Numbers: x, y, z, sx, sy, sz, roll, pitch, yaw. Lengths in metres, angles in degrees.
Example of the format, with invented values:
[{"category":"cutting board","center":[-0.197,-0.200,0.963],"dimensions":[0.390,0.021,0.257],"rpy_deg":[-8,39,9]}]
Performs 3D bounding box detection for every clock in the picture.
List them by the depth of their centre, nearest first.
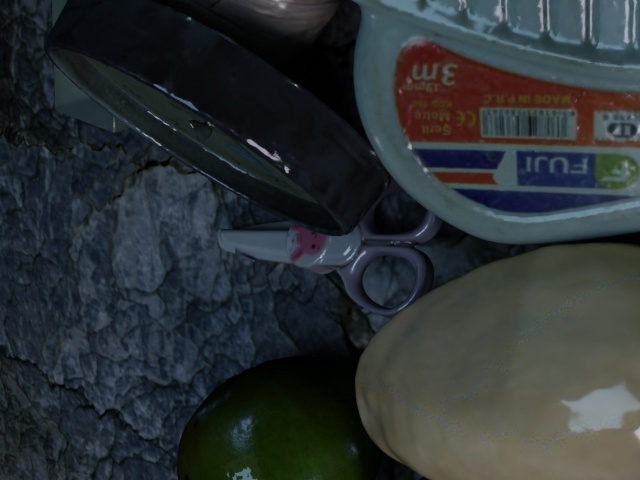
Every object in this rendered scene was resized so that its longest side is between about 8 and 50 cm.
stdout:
[{"category":"clock","center":[-0.080,-0.092,0.803],"dimensions":[0.280,0.280,0.055],"rpy_deg":[27,82,24]}]

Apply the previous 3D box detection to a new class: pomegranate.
[{"category":"pomegranate","center":[-0.019,0.215,0.928],"dimensions":[0.187,0.187,0.225],"rpy_deg":[-41,82,39]}]

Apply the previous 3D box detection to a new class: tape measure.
[{"category":"tape measure","center":[0.139,-0.121,0.683],"dimensions":[0.243,0.125,0.246],"rpy_deg":[5,124,20]}]

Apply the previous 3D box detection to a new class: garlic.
[{"category":"garlic","center":[-0.064,-0.231,0.770],"dimensions":[0.228,0.152,0.228],"rpy_deg":[-15,73,62]}]

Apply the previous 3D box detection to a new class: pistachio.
[{"category":"pistachio","center":[0.162,0.091,0.738],"dimensions":[0.299,0.187,0.187],"rpy_deg":[-13,101,39]}]

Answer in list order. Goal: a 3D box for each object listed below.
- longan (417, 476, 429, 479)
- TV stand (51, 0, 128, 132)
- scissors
[{"category":"longan","center":[0.147,0.256,0.848],"dimensions":[0.185,0.204,0.159],"rpy_deg":[97,169,-60]},{"category":"TV stand","center":[-0.177,-0.238,0.911],"dimensions":[0.083,0.088,0.269],"rpy_deg":[20,119,28]},{"category":"scissors","center":[0.000,0.000,0.903],"dimensions":[0.242,0.030,0.118],"rpy_deg":[3,77,43]}]
